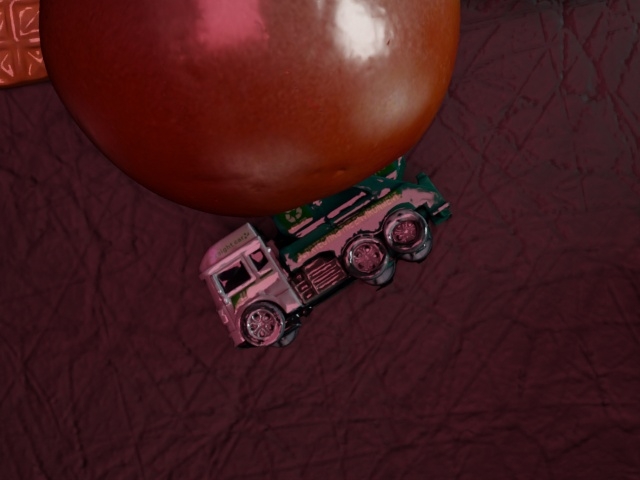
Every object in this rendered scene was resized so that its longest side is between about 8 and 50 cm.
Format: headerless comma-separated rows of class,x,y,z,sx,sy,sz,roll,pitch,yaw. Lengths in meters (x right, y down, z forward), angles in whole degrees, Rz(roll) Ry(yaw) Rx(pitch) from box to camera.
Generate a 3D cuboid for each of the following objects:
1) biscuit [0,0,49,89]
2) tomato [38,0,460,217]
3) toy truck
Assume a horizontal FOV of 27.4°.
biscuit,-0.256,-0.244,1.125,0.309,0.040,0.204,-37,94,4
tomato,-0.059,-0.180,0.984,0.321,0.321,0.321,0,95,0
toy truck,0.000,0.000,1.117,0.216,0.110,0.116,-32,81,4
